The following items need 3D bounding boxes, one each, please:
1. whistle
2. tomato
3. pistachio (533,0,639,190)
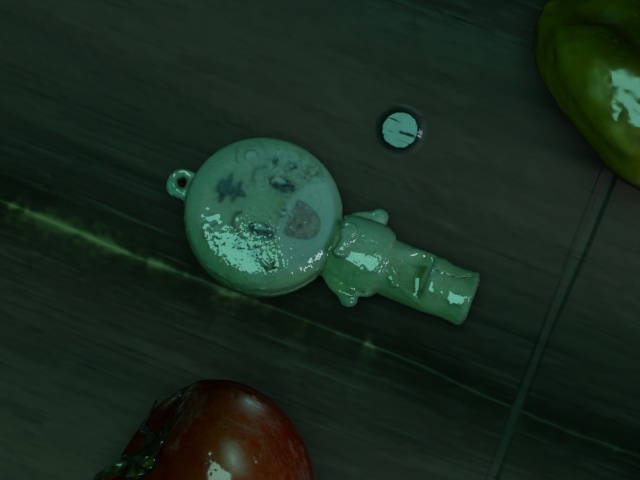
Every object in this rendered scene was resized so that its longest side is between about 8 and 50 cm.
[{"bbox_3d":[0.000,0.000,1.412,0.258,0.067,0.126,21,74,1],"label":"whistle"},{"bbox_3d":[-0.084,0.198,1.348,0.187,0.187,0.151,-44,106,-1],"label":"tomato"},{"bbox_3d":[0.230,-0.124,1.369,0.110,0.100,0.189,-6,61,-40],"label":"pistachio"}]
